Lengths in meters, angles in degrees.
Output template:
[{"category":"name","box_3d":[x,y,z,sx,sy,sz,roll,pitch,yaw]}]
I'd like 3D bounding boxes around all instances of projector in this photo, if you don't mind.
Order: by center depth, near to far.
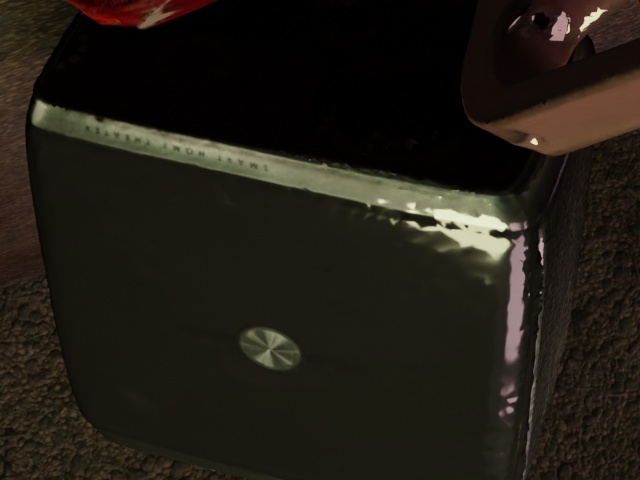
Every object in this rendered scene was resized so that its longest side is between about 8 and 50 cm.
[{"category":"projector","box_3d":[0.000,0.000,1.402,0.395,0.242,0.405,11,139,13]}]

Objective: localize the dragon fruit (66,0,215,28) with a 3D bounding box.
[{"category":"dragon fruit","box_3d":[-0.083,-0.215,1.097,0.163,0.189,0.262,22,153,-33]}]

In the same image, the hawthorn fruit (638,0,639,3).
[{"category":"hawthorn fruit","box_3d":[0.350,-0.287,1.248,0.287,0.287,0.330,-17,159,-22]}]

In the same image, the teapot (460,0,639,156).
[{"category":"teapot","box_3d":[0.178,-0.230,0.799,0.306,0.376,0.362,20,165,-22]}]
